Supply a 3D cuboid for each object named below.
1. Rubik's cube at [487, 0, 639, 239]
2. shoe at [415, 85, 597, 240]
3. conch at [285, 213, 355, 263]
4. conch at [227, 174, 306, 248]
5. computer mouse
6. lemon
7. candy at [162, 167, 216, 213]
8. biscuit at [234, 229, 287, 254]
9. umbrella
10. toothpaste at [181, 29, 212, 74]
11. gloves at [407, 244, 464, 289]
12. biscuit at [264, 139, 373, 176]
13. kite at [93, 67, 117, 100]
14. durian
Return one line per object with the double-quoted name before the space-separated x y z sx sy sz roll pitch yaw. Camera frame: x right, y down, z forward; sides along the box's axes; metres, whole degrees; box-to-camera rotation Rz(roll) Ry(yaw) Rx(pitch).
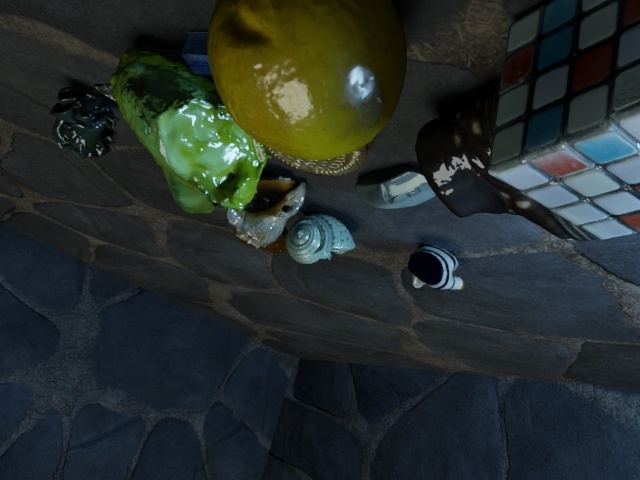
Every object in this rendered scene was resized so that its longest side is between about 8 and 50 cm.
"Rubik's cube" 0.407 -0.176 0.825 0.259 0.256 0.253 25 158 -25
"shoe" 0.345 -0.108 1.161 0.384 0.171 0.237 32 148 -33
"conch" -0.004 -0.010 1.749 0.172 0.131 0.200 -22 174 20
"conch" -0.143 -0.090 1.619 0.245 0.163 0.178 -33 152 26
"computer mouse" 0.169 -0.111 1.438 0.113 0.068 0.229 30 156 -37
"lemon" -0.018 -0.258 0.898 0.297 0.297 0.297 14 160 5
"candy" -0.317 -0.170 1.587 0.142 0.132 0.343 -25 166 -12
"biscuit" -0.179 -0.021 1.981 0.182 0.034 0.215 16 157 -3
"umbrella" -0.585 -0.265 1.572 0.143 0.094 0.349 27 159 -17
"toothpaste" -0.112 -0.327 1.119 0.272 0.053 0.066 7 162 20
"gloves" 0.321 0.075 1.764 0.140 0.131 0.218 4 -173 26
"biscuit" -0.013 -0.217 1.284 0.259 0.079 0.259 14 160 5
"kite" -0.398 -0.320 1.407 0.232 0.009 0.189 8 157 18
"durian" -0.257 -0.233 1.224 0.340 0.204 0.256 48 -177 29
